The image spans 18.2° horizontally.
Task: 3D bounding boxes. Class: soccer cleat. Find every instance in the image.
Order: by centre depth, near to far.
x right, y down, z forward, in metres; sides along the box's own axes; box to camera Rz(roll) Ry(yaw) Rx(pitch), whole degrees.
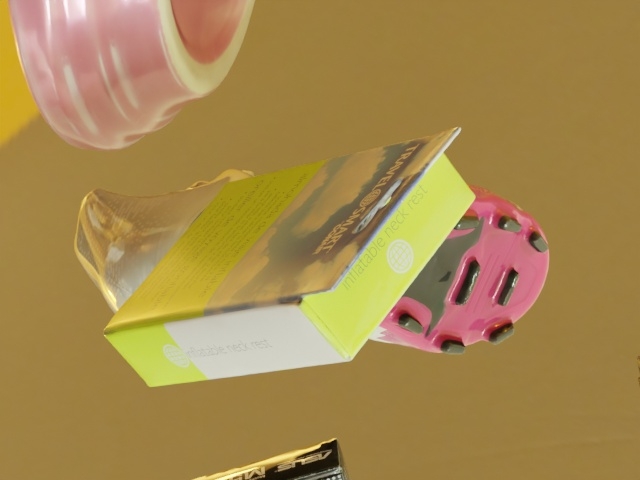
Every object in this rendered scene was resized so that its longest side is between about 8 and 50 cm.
[{"bbox_3d":[0.000,0.000,1.231,0.143,0.331,0.116,35,-64,42],"label":"soccer cleat"}]

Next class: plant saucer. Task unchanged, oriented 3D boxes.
[{"bbox_3d":[-0.103,-0.220,1.273,0.084,0.332,0.332,6,-99,13],"label":"plant saucer"}]

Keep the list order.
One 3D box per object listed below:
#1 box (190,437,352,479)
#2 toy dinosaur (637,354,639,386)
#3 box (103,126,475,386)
[{"bbox_3d":[-0.048,0.230,1.189,0.184,0.045,0.190,-15,-69,5],"label":"box"},{"bbox_3d":[0.235,0.091,0.880,0.160,0.313,0.121,-23,-140,-2],"label":"toy dinosaur"},{"bbox_3d":[-0.011,0.009,0.896,0.178,0.042,0.109,-11,-146,52],"label":"box"}]
